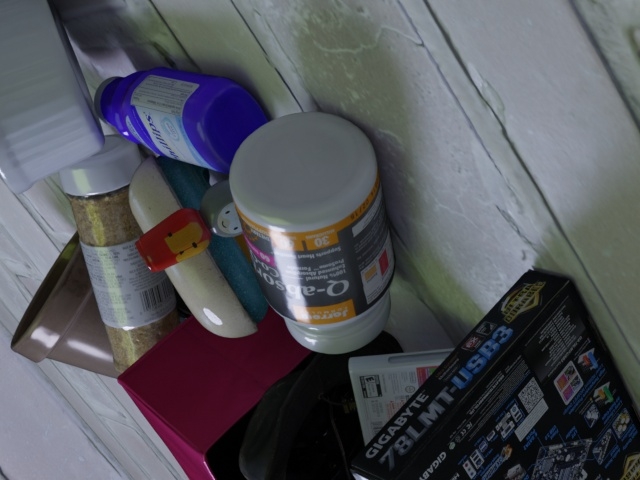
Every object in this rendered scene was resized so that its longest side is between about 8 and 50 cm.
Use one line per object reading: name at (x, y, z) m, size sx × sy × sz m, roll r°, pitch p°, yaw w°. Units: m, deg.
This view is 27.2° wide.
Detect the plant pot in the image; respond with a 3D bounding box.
plant pot at (-0.380, 0.132, 2.322) m, size 0.229 × 0.263 × 0.263 m, roll 31°, pitch 161°, yaw -14°

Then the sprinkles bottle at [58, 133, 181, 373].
sprinkles bottle at (-0.291, 0.025, 1.965) m, size 0.121 × 0.121 × 0.355 m, roll 18°, pitch 127°, yaw 48°

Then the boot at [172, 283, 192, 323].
boot at (-0.182, 0.120, 2.128) m, size 0.236 × 0.085 × 0.179 m, roll 20°, pitch 151°, yaw 46°

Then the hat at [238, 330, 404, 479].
hat at (-0.019, 0.258, 1.726) m, size 0.134 × 0.331 × 0.331 m, roll 15°, pitch 144°, yaw 34°

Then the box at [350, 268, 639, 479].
box at (0.206, 0.234, 1.367) m, size 0.073 × 0.295 × 0.293 m, roll 14°, pitch 143°, yaw 51°

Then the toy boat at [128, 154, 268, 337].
toy boat at (-0.140, -0.007, 1.665) m, size 0.267 × 0.148 × 0.318 m, roll 59°, pitch 178°, yaw 3°

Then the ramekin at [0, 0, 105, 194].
ramekin at (-0.382, -0.211, 1.709) m, size 0.277 × 0.135 × 0.277 m, roll 159°, pitch 90°, yaw -85°

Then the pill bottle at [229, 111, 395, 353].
pill bottle at (0.000, 0.000, 1.496) m, size 0.162 × 0.162 × 0.278 m, roll 31°, pitch 154°, yaw 31°

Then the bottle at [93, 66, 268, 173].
bottle at (-0.182, -0.156, 1.632) m, size 0.283 × 0.092 × 0.118 m, roll 18°, pitch 151°, yaw 48°

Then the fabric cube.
fabric cube at (-0.090, 0.250, 1.923) m, size 0.258 × 0.259 × 0.254 m, roll 28°, pitch 154°, yaw 49°

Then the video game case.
video game case at (0.135, 0.194, 1.627) m, size 0.183 × 0.023 × 0.201 m, roll -6°, pitch 142°, yaw 5°
